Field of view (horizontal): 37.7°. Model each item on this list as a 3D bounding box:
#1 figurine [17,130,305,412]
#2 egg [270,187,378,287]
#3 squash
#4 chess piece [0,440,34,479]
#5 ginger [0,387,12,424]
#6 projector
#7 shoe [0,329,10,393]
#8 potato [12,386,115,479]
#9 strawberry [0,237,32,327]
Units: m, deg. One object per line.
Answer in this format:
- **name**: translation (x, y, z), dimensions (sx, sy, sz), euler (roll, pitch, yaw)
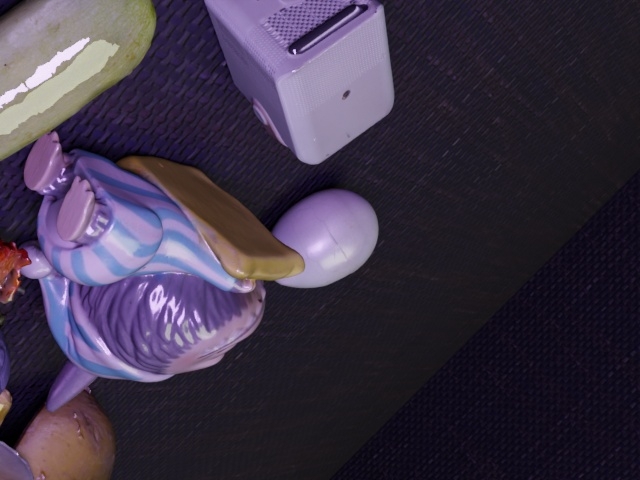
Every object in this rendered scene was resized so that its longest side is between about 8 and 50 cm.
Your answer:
- **figurine**: translation (-0.261, 0.092, 1.189), dimensions (0.361, 0.266, 0.378), euler (19, 109, -48)
- **egg**: translation (0.000, 0.000, 1.570), dimensions (0.209, 0.151, 0.151), euler (-34, 156, -11)
- **squash**: translation (-0.317, -0.134, 0.904), dimensions (0.370, 0.118, 0.118), euler (-38, 156, -4)
- **chess piece**: translation (-0.512, 0.394, 1.278), dimensions (0.243, 0.133, 0.133), euler (-50, 155, 11)
- **ginger**: translation (-0.592, 0.383, 1.409), dimensions (0.348, 0.122, 0.363), euler (-30, 160, -20)
- **projector**: translation (-0.020, -0.222, 1.124), dimensions (0.163, 0.177, 0.242), euler (-36, 155, -7)
- **shoe**: translation (-0.501, 0.180, 1.187), dimensions (0.245, 0.137, 0.095), euler (-49, 138, -65)
- **potato**: translation (-0.397, 0.369, 1.471), dimensions (0.299, 0.115, 0.239), euler (-59, 165, -61)
- **strawberry**: translation (-0.427, 0.060, 1.032), dimensions (0.188, 0.106, 0.286), euler (-57, 177, -7)
